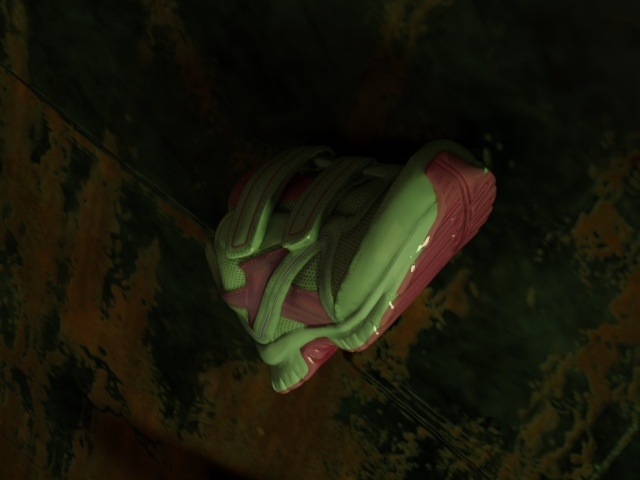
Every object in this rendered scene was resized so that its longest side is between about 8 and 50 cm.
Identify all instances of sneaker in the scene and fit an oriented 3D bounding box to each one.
[{"bbox_3d":[0.000,0.000,0.888,0.111,0.103,0.252,47,147,-2],"label":"sneaker"}]

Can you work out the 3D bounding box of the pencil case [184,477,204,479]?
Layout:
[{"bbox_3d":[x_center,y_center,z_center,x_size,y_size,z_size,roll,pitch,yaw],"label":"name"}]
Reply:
[{"bbox_3d":[-0.039,0.252,1.203,0.209,0.098,0.095,12,133,41],"label":"pencil case"}]
